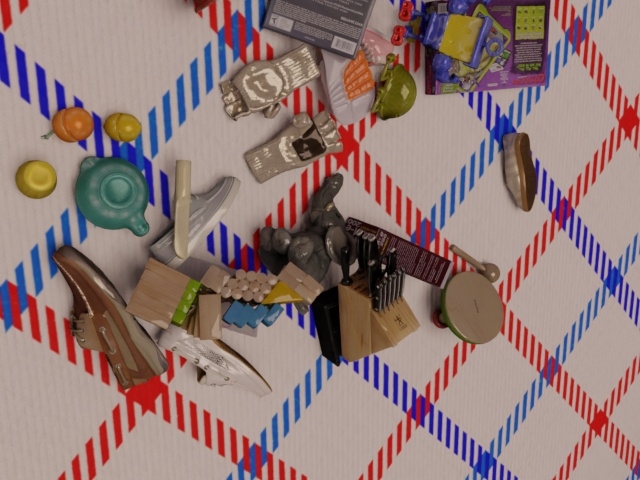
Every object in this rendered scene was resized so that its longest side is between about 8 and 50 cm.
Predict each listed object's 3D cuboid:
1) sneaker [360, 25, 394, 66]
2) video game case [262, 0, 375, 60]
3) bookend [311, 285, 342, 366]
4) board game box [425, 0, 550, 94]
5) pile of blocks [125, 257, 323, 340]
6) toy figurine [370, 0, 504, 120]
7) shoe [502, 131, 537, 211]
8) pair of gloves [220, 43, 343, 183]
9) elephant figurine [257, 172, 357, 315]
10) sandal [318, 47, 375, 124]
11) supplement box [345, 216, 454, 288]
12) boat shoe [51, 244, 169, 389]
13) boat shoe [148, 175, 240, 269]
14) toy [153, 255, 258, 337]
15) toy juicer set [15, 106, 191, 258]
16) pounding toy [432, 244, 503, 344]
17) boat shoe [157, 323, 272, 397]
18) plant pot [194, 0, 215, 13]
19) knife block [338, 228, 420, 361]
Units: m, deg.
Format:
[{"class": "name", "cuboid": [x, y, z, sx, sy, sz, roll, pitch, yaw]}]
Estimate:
[{"class": "sneaker", "cuboid": [0.100, -0.413, 1.521, 0.134, 0.051, 0.070, 16, 90, -36]}, {"class": "video game case", "cuboid": [0.021, -0.514, 1.385, 0.196, 0.026, 0.274, 20, 103, -1]}, {"class": "bookend", "cuboid": [0.071, 0.182, 1.648, 0.156, 0.072, 0.157, -21, 113, -24]}, {"class": "board game box", "cuboid": [0.397, -0.458, 1.685, 0.346, 0.056, 0.208, -10, 103, -27]}, {"class": "pile of blocks", "cuboid": [-0.181, 0.118, 1.360, 0.362, 0.112, 0.149, 2, 79, -12]}, {"class": "toy figurine", "cuboid": [0.265, -0.399, 1.484, 0.217, 0.191, 0.363, 18, 103, 10]}, {"class": "shoe", "cuboid": [0.506, -0.175, 1.821, 0.076, 0.058, 0.219, -38, 124, -39]}, {"class": "pair of gloves", "cuboid": [-0.077, -0.251, 1.437, 0.204, 0.042, 0.240, -22, 113, -5]}, {"class": "elephant figurine", "cuboid": [0.000, 0.000, 1.523, 0.239, 0.169, 0.186, -29, 146, -38]}, {"class": "sandal", "cuboid": [0.041, -0.375, 1.482, 0.102, 0.076, 0.265, -17, 103, -13]}, {"class": "supplement box", "cuboid": [0.173, 0.029, 1.633, 0.239, 0.130, 0.073, 22, 91, -33]}, {"class": "boat shoe", "cuboid": [-0.410, 0.156, 1.339, 0.116, 0.123, 0.324, -36, 116, -15]}, {"class": "boat shoe", "cuboid": [-0.247, -0.050, 1.399, 0.081, 0.079, 0.227, 43, 75, -20]}, {"class": "toy", "cuboid": [-0.238, 0.112, 1.447, 0.237, 0.056, 0.137, 20, 57, -27]}, {"class": "toy juicer set", "cuboid": [-0.365, -0.120, 1.317, 0.329, 0.089, 0.209, 26, 76, -24]}, {"class": "pounding toy", "cuboid": [0.358, 0.155, 1.806, 0.183, 0.110, 0.237, 22, 62, -22]}, {"class": "boat shoe", "cuboid": [-0.222, 0.259, 1.490, 0.277, 0.098, 0.096, 41, 81, -22]}, {"class": "plant pot", "cuboid": [-0.176, -0.576, 1.213, 0.272, 0.272, 0.265, -40, 111, -15]}, {"class": "knife block", "cuboid": [0.089, 0.116, 1.520, 0.088, 0.275, 0.242, -29, 86, -33]}]
